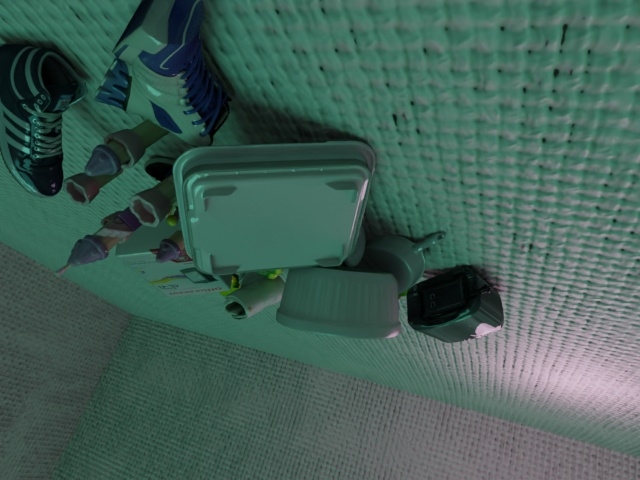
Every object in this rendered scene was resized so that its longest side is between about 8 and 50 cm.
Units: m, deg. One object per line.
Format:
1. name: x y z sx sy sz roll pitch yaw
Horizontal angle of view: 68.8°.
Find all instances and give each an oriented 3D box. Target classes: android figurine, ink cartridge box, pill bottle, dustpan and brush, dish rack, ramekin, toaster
1. android figurine: -0.313 0.191 1.781 0.248 0.056 0.273 2 151 35
2. ink cartridge box: -0.409 0.046 1.364 0.225 0.131 0.306 -7 150 8
3. pill bottle: 0.000 0.000 1.042 0.184 0.103 0.103 5 153 29
4. dustpan and brush: 0.190 0.032 1.016 0.147 0.060 0.211 48 151 -5
5. dish rack: -0.073 -0.034 0.809 0.332 0.072 0.286 -4 140 -12
6. ramekin: 0.043 0.120 0.999 0.272 0.127 0.273 6 180 0
7. toaster: 0.322 0.154 1.087 0.146 0.129 0.226 31 137 -34

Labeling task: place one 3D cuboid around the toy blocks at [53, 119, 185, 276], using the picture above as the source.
1. toy blocks: -0.361 -0.028 0.914 0.288 0.260 0.309 -21 114 42

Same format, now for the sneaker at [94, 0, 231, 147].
1. sneaker: -0.198 -0.236 0.672 0.182 0.128 0.315 28 163 -28

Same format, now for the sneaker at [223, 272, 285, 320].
1. sneaker: -0.233 0.153 1.422 0.292 0.169 0.108 7 120 61

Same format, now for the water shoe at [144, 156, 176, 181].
1. water shoe: -0.310 -0.124 1.040 0.203 0.080 0.073 16 157 8

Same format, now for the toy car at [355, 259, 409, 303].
1. toy car: 0.132 0.122 1.167 0.181 0.136 0.159 16 157 7

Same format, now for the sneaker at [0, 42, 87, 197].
1. sneaker: -0.498 -0.208 0.850 0.153 0.099 0.283 5 116 18

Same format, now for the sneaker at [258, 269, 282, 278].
1. sneaker: -0.150 0.034 1.230 0.123 0.110 0.295 19 158 -8
